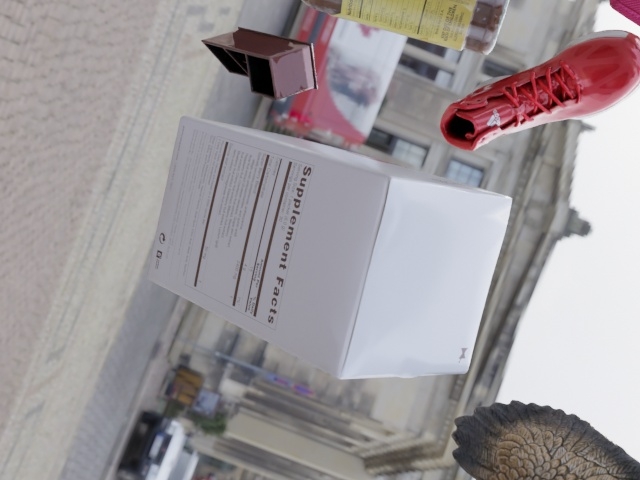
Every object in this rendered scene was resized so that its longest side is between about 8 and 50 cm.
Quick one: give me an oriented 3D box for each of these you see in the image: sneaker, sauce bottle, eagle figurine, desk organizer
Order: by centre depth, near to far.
[{"bbox_3d":[0.232,0.279,0.898,0.225,0.298,0.226,-33,168,-16],"label":"eagle figurine"},{"bbox_3d":[-0.063,-0.178,0.975,0.050,0.130,0.047,-24,120,-30],"label":"desk organizer"},{"bbox_3d":[0.219,-0.137,0.989,0.221,0.087,0.128,-22,-170,46],"label":"sneaker"},{"bbox_3d":[0.053,-0.317,1.163,0.111,0.344,0.111,18,90,-85],"label":"sauce bottle"}]

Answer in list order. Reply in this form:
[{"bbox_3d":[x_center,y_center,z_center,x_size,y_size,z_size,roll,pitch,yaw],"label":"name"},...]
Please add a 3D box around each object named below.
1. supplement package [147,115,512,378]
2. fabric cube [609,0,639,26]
[{"bbox_3d":[0.000,0.000,0.927,0.293,0.177,0.175,21,-80,44],"label":"supplement package"},{"bbox_3d":[0.377,-0.235,0.590,0.259,0.254,0.258,-52,171,-39],"label":"fabric cube"}]
